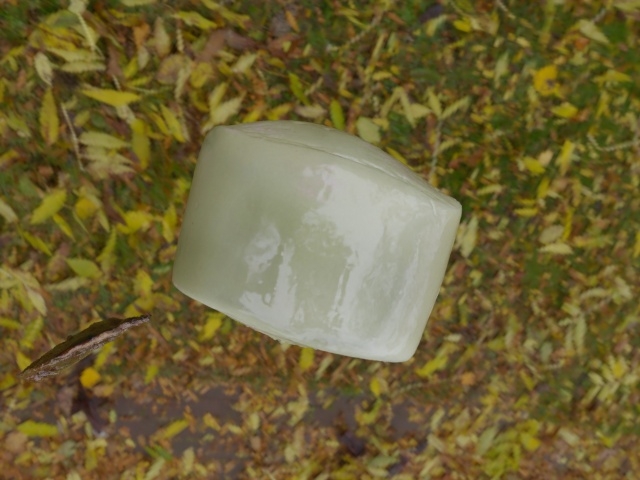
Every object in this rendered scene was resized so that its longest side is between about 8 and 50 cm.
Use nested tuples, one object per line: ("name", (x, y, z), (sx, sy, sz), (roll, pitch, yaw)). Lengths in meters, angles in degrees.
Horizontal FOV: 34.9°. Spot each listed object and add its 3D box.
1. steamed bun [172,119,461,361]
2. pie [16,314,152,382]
("steamed bun", (0.000, 0.000, 0.920), (0.250, 0.155, 0.199), (17, 97, -14))
("pie", (-0.289, 0.127, 1.181), (0.191, 0.088, 0.033), (-30, 87, 23))
